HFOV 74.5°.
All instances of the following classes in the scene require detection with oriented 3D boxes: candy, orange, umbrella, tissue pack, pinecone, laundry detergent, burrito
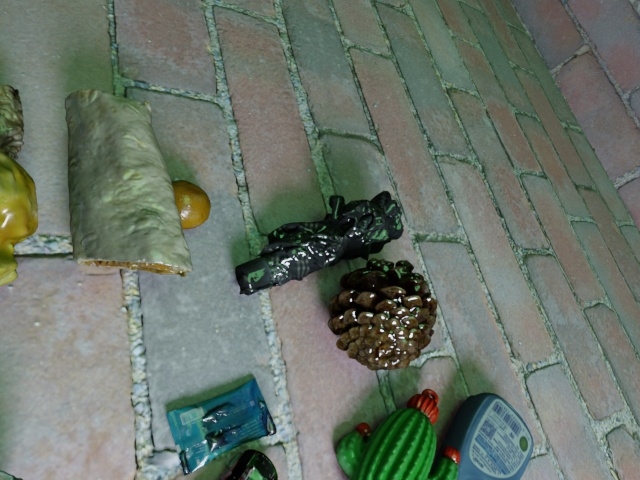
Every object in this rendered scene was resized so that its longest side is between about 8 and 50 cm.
[{"bbox_3d":[-0.439,-0.154,0.555,0.085,0.095,0.110,-14,78,-43],"label":"candy"},{"bbox_3d":[-0.215,-0.056,0.663,0.085,0.085,0.084,17,56,-26],"label":"orange"},{"bbox_3d":[-0.005,-0.004,0.759,0.337,0.154,0.128,-19,107,-21],"label":"umbrella"},{"bbox_3d":[-0.131,0.251,0.579,0.138,0.028,0.085,-9,70,-41],"label":"tissue pack"},{"bbox_3d":[0.109,0.115,0.718,0.179,0.184,0.204,52,37,-23],"label":"pinecone"},{"bbox_3d":[0.256,0.401,0.720,0.290,0.094,0.143,-32,87,-38],"label":"laundry detergent"},{"bbox_3d":[-0.280,-0.069,0.587,0.143,0.105,0.299,-19,71,-2],"label":"burrito"}]

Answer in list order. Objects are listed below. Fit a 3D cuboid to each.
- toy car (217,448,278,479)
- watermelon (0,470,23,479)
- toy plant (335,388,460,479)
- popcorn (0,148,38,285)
[{"bbox_3d":[-0.110,0.332,0.526,0.069,0.055,0.142,46,47,1],"label":"toy car"},{"bbox_3d":[-0.341,0.266,0.383,0.180,0.081,0.094,-31,106,-7],"label":"watermelon"},{"bbox_3d":[0.139,0.337,0.662,0.241,0.088,0.154,-12,43,-31],"label":"toy plant"},{"bbox_3d":[-0.440,-0.018,0.395,0.252,0.215,0.286,45,34,-1],"label":"popcorn"}]
